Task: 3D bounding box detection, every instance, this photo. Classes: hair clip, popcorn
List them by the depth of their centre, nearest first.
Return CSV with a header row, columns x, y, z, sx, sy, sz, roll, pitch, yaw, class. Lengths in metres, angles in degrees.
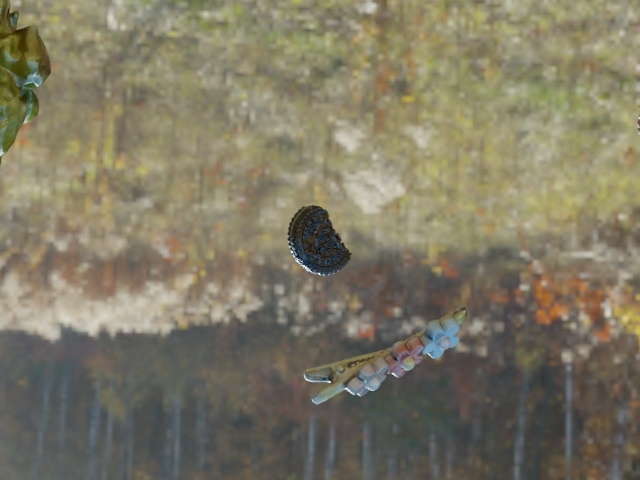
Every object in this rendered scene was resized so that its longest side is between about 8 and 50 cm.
x,y,z,sx,sy,sz,roll,pitch,yaw,class
0.084,0.135,1.538,0.214,0.056,0.062,-20,145,-14,hair clip
-0.454,-0.189,1.615,0.270,0.257,0.224,-2,139,31,popcorn

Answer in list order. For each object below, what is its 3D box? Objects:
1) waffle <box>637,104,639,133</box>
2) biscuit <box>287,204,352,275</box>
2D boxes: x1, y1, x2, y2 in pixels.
x,y,z,sx,sy,sz,roll,pitch,yaw,class
0.370,-0.117,1.409,0.075,0.083,0.029,7,-140,33,waffle
0.000,0.000,1.674,0.089,0.087,0.027,4,175,-30,biscuit
